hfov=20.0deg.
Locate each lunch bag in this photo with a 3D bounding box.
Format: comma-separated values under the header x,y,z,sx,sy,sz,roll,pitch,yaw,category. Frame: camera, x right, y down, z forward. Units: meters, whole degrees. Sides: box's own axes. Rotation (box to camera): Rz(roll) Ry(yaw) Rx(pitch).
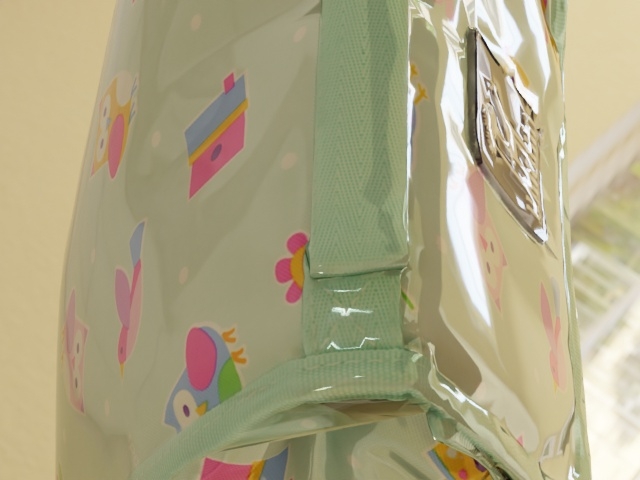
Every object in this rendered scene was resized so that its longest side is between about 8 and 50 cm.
x,y,z,sx,sy,sz,roll,pitch,yaw,category
0.000,0.000,0.581,0.262,0.160,0.223,112,-18,-61,lunch bag
